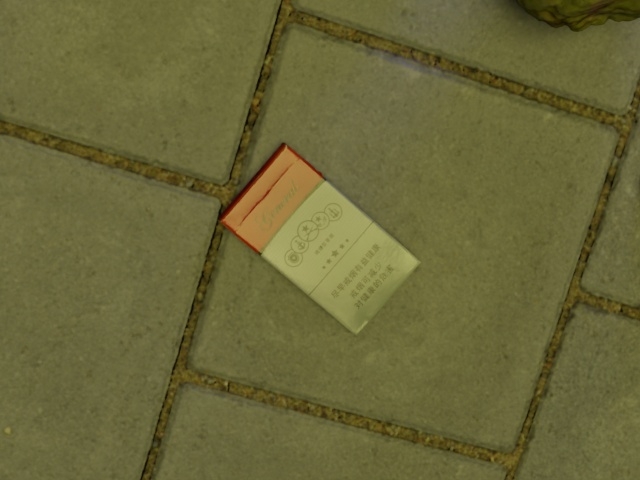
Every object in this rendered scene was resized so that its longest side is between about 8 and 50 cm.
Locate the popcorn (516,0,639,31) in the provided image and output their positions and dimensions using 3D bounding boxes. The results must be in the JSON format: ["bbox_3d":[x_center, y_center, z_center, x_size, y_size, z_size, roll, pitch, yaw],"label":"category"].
[{"bbox_3d":[0.349,-0.372,1.349,0.259,0.259,0.212,-16,79,-5],"label":"popcorn"}]

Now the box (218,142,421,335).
[{"bbox_3d":[0.000,0.000,1.465,0.245,0.035,0.139,39,93,-12],"label":"box"}]
